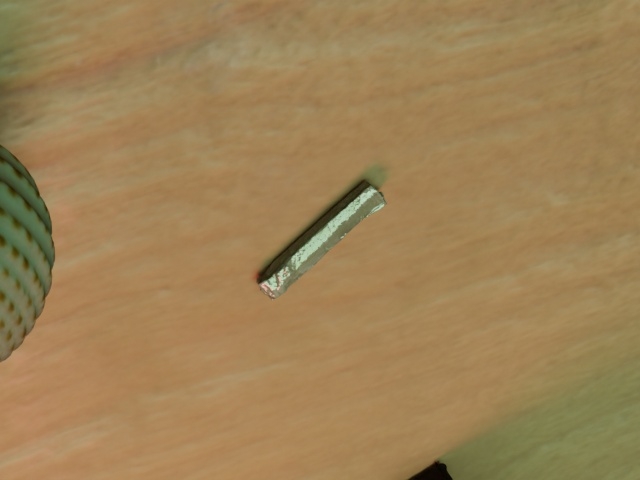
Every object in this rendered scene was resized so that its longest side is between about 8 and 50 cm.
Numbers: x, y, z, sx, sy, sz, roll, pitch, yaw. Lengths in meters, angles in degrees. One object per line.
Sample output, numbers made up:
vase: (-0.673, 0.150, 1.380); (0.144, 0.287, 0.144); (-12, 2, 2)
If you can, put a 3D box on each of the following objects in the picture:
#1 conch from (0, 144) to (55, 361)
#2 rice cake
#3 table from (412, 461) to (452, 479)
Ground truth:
conch: (-0.328, 0.057, 1.263); (0.319, 0.215, 0.303); (-40, 168, -32)
rice cake: (0.000, 0.000, 1.508); (0.121, 0.021, 0.022); (-41, 117, 5)
table: (0.086, 0.387, 1.621); (0.250, 0.282, 0.196); (-31, 126, -4)
